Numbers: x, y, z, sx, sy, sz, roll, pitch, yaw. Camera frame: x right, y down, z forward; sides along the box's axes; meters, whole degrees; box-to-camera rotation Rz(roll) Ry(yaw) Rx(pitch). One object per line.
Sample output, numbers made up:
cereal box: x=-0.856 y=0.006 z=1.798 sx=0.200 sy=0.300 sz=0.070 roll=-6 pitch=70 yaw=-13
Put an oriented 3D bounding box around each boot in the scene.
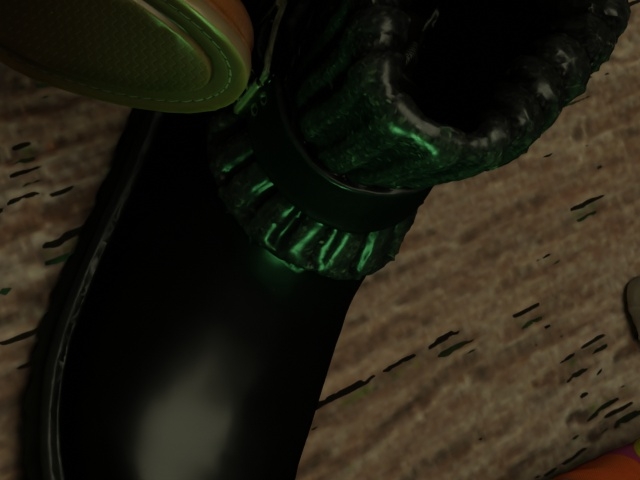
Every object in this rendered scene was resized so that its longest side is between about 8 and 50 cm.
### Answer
boot: x=-0.110 y=-0.192 z=0.862 sx=0.283 sy=0.109 sz=0.220 roll=27 pitch=54 yaw=14
boot: x=-0.003 y=-0.002 z=0.851 sx=0.131 sy=0.260 sz=0.348 roll=20 pitch=72 yaw=-30

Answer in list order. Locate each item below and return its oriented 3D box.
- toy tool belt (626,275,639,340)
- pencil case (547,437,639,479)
toy tool belt: x=0.222 y=0.031 z=1.123 sx=0.083 sy=0.051 sz=0.052 roll=-24 pitch=96 yaw=-34
pencil case: x=0.204 y=0.149 z=1.069 sx=0.236 sy=0.104 sz=0.104 roll=-17 pitch=92 yaw=-32
